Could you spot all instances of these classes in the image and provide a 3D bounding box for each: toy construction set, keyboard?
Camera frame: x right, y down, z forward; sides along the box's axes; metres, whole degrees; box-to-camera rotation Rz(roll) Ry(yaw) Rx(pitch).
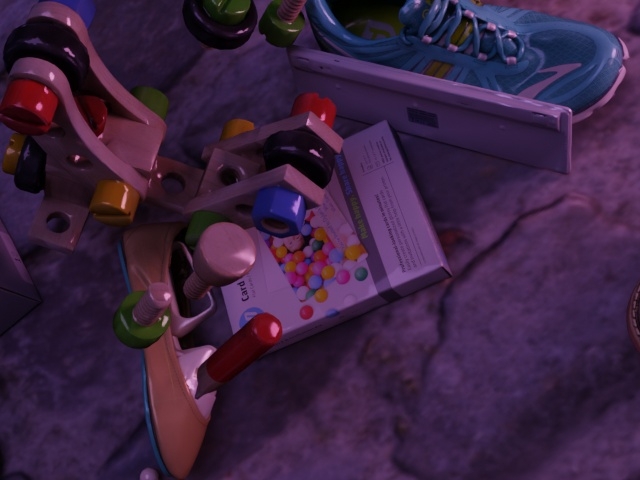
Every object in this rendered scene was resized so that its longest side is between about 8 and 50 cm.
[{"bbox_3d":[-0.130,-0.025,0.741,0.237,0.257,0.308,-45,53,54],"label":"toy construction set"},{"bbox_3d":[0.085,-0.111,0.780,0.256,0.072,0.014,19,64,26],"label":"keyboard"}]

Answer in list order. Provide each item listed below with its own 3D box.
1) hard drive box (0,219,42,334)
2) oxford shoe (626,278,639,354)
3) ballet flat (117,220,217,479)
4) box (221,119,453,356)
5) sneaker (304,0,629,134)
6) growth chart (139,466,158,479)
[{"bbox_3d":[-0.418,0.054,0.919,0.232,0.089,0.181,-38,63,7],"label":"hard drive box"},{"bbox_3d":[0.367,-0.050,0.600,0.397,0.146,0.140,-38,64,7],"label":"oxford shoe"},{"bbox_3d":[-0.121,0.083,0.797,0.073,0.080,0.232,-18,67,4],"label":"ballet flat"},{"bbox_3d":[0.000,0.000,0.796,0.186,0.038,0.145,-24,65,14],"label":"box"},{"bbox_3d":[0.107,-0.159,0.764,0.275,0.110,0.107,15,79,25],"label":"sneaker"},{"bbox_3d":[-0.099,0.295,0.748,0.237,0.021,0.172,21,83,27],"label":"growth chart"}]
